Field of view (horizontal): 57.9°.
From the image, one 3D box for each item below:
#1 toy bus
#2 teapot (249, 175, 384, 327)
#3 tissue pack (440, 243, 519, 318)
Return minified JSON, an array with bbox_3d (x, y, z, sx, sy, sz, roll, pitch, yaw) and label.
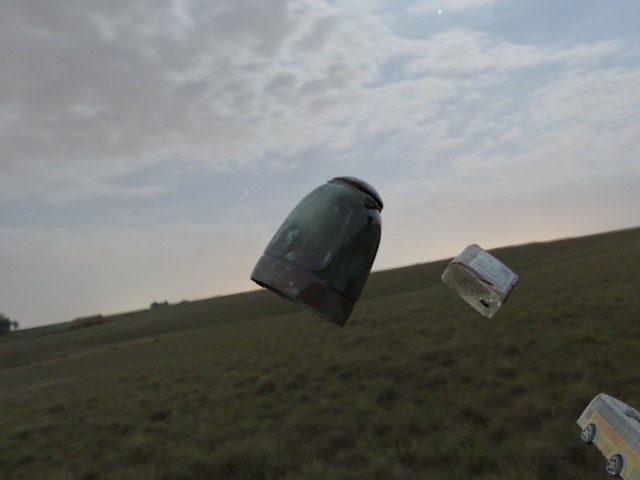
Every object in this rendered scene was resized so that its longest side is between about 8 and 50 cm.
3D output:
[{"bbox_3d":[0.561,0.371,1.050,0.092,0.106,0.268,28,9,2],"label":"toy bus"},{"bbox_3d":[0.000,0.000,1.305,0.233,0.312,0.314,36,-12,-29],"label":"teapot"},{"bbox_3d":[0.458,0.108,1.648,0.226,0.183,0.092,-28,-27,-57],"label":"tissue pack"}]
